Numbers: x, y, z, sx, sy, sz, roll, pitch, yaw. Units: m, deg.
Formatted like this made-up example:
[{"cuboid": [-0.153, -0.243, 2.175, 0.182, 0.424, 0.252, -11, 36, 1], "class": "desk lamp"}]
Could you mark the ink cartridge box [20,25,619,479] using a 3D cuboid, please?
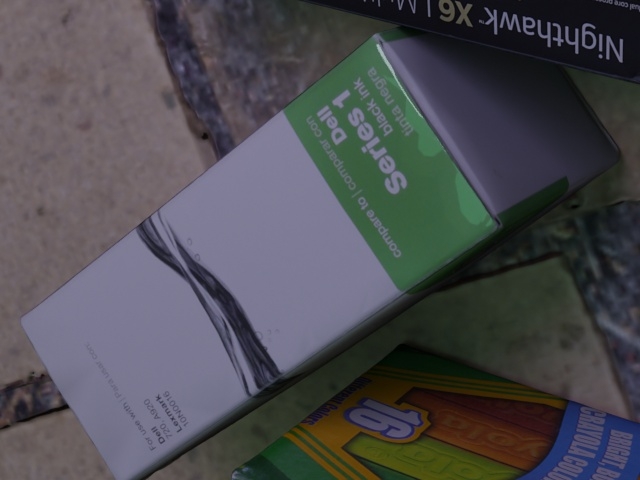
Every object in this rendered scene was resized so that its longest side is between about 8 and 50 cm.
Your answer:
[{"cuboid": [0.000, 0.000, 0.719, 0.219, 0.160, 0.092, -35, 85, 28], "class": "ink cartridge box"}]

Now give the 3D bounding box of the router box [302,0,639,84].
[{"cuboid": [0.051, -0.196, 0.572, 0.309, 0.081, 0.243, 19, 129, 32], "class": "router box"}]

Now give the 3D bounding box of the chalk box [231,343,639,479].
[{"cuboid": [0.115, 0.188, 0.703, 0.289, 0.180, 0.179, 16, 110, 21], "class": "chalk box"}]
